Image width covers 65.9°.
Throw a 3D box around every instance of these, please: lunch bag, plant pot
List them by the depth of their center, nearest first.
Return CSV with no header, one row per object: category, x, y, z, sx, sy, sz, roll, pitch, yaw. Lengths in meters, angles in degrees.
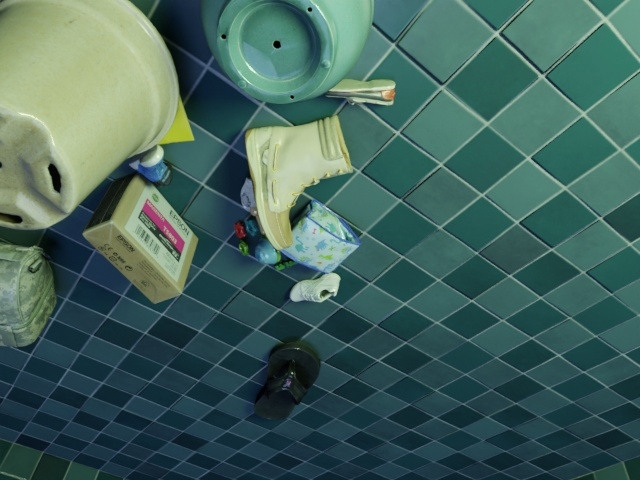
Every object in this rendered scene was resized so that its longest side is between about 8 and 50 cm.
plant pot,-0.426,-0.195,0.759,0.333,0.306,0.334,3,132,3
plant pot,-0.059,-0.339,0.781,0.292,0.196,0.293,2,133,2
lunch bag,0.000,0.000,1.150,0.151,0.096,0.129,36,126,-13
lunch bag,-0.843,0.107,1.241,0.304,0.213,0.256,11,133,-6

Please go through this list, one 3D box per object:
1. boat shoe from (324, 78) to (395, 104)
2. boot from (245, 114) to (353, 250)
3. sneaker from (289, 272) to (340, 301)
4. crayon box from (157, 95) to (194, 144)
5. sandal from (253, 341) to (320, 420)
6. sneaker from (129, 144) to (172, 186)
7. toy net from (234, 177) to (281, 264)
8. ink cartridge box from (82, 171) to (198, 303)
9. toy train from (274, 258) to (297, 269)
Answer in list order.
boat shoe,0.072,-0.276,0.929,0.136,0.049,0.043,-1,134,0
boot,-0.032,-0.114,1.018,0.203,0.095,0.262,-8,104,8
sneaker,-0.019,0.134,1.298,0.152,0.061,0.054,-22,128,25
crayon box,-0.409,-0.278,0.942,0.318,0.081,0.202,-2,131,8
sandal,-0.111,0.487,1.592,0.167,0.107,0.446,13,132,-7
sneaker,-0.338,-0.154,1.035,0.084,0.058,0.152,38,158,-31
toy net,-0.152,-0.049,1.148,0.122,0.045,0.233,29,134,37
ink cartridge box,-0.390,-0.008,1.110,0.088,0.193,0.235,-19,128,18
toy train,-0.079,0.057,1.262,0.083,0.017,0.024,-19,138,20
